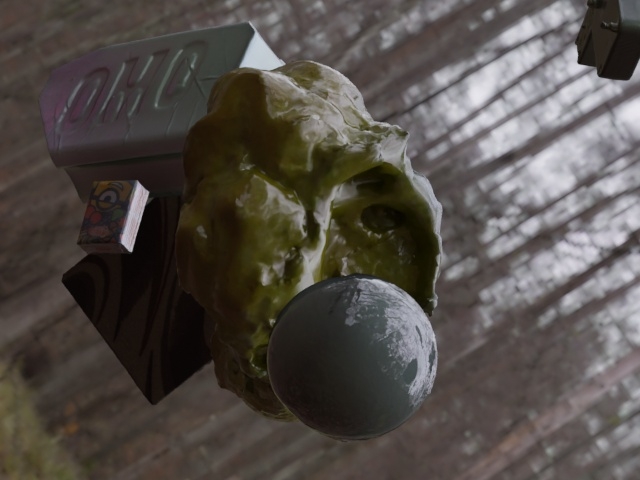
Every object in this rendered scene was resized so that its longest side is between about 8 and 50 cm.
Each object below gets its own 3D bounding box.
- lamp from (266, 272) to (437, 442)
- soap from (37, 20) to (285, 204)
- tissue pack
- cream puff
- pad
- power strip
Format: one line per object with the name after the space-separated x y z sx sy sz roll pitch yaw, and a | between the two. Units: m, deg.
0.019 0.072 0.818 0.105 0.105 0.105 56 -10 15 | lamp
-0.216 -0.162 1.733 0.347 0.208 0.115 -4 -39 34 | soap
-0.236 -0.026 1.516 0.035 0.063 0.083 52 44 -54 | tissue pack
0.000 0.002 1.022 0.282 0.185 0.281 2 90 -82 | cream puff
-0.165 0.038 1.748 0.220 0.330 0.004 52 14 6 | pad
0.327 -0.266 1.545 0.145 0.061 0.215 100 -5 -50 | power strip
